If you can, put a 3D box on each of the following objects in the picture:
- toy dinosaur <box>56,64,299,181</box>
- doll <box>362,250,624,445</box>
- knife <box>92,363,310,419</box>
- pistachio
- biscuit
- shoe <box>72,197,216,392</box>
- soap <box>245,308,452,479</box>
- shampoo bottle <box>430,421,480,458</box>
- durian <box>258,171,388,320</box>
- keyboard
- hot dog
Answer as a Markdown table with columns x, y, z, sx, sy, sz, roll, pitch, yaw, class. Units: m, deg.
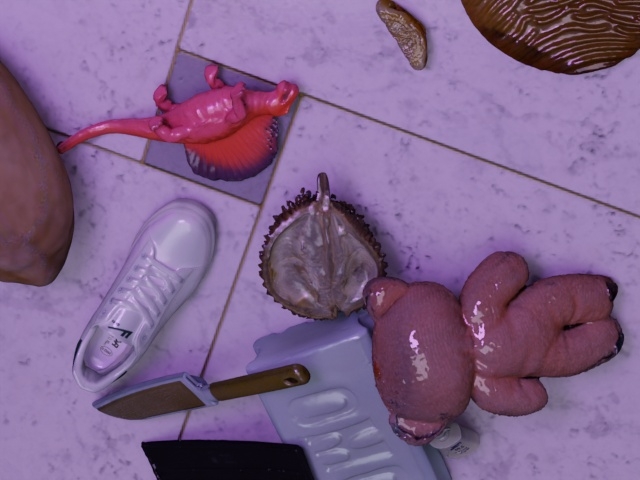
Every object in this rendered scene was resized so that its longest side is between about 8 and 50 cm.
| x | y | z | sx | sy | sz | roll | pitch | yaw | class |
| --- | --- | --- | --- | --- | --- | --- | --- | --- | --- |
| -0.146 | -0.112 | 1.827 | 0.286 | 0.070 | 0.139 | -19 | 133 | 17 | toy dinosaur |
| 0.194 | 0.111 | 1.850 | 0.303 | 0.156 | 0.201 | -11 | 97 | -16 | doll |
| -0.151 | 0.175 | 1.910 | 0.343 | 0.027 | 0.061 | -16 | 129 | 39 | knife |
| -0.372 | -0.079 | 1.795 | 0.162 | 0.181 | 0.293 | -25 | 101 | 9 | pistachio |
| 0.272 | -0.260 | 1.703 | 0.228 | 0.031 | 0.176 | -22 | 112 | 17 | biscuit |
| -0.210 | 0.074 | 1.885 | 0.095 | 0.110 | 0.265 | 31 | 118 | -6 | shoe |
| 0.037 | 0.224 | 1.932 | 0.159 | 0.087 | 0.265 | -18 | 111 | 16 | soap |
| 0.152 | 0.235 | 1.903 | 0.049 | 0.141 | 0.034 | -10 | 73 | 16 | shampoo bottle |
| 0.000 | 0.000 | 1.830 | 0.148 | 0.091 | 0.189 | -4 | 123 | -4 | durian |
| -0.113 | 0.279 | 1.969 | 0.250 | 0.017 | 0.087 | -4 | 116 | 36 | keyboard |
| 0.095 | -0.228 | 1.742 | 0.034 | 0.030 | 0.090 | -28 | 109 | 18 | hot dog |
